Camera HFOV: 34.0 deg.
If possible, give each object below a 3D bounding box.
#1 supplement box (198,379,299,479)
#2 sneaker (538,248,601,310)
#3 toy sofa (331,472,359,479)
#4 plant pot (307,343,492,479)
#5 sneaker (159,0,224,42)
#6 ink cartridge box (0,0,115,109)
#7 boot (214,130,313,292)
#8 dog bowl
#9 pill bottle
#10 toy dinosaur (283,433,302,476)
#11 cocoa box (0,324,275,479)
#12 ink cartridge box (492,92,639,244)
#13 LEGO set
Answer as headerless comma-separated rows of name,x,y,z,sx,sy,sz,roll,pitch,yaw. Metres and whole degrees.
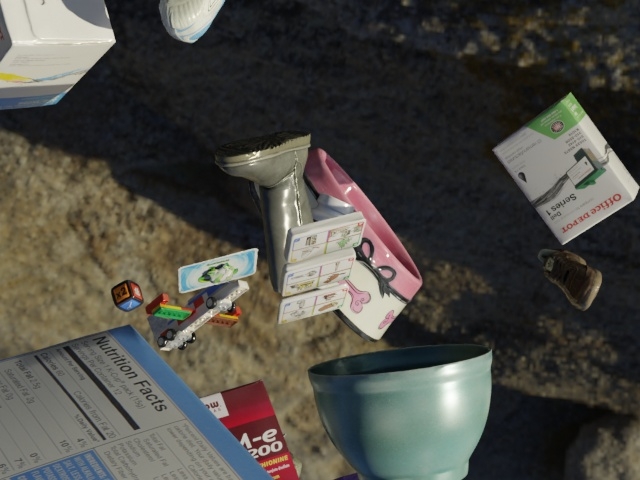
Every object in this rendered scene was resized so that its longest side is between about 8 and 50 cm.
supplement box,-0.095,0.303,1.266,0.130,0.239,0.073,-13,161,-28
sneaker,0.373,0.056,1.594,0.071,0.066,0.188,23,-170,-1
toy sofa,0.063,0.606,2.278,0.362,0.150,0.177,-25,89,33
plant pot,0.136,0.283,1.654,0.293,0.196,0.293,-7,180,0
sneaker,-0.152,-0.384,1.448,0.085,0.237,0.086,25,172,6
ink cartridge box,-0.447,-0.320,1.567,0.168,0.171,0.232,-11,169,-40
boot,-0.065,-0.033,1.396,0.076,0.189,0.209,14,110,37
dog bowl,0.042,-0.006,2.044,0.150,0.408,0.408,-38,128,9
pill bottle,0.000,0.000,1.783,0.086,0.152,0.086,24,-179,0
toy dinosaur,-0.098,0.455,2.014,0.160,0.121,0.313,-16,165,8
cocoa box,-0.164,0.270,0.633,0.231,0.228,0.347,36,131,44
ink cartridge box,0.442,-0.127,1.876,0.160,0.092,0.219,-37,90,27
LEGO set,-0.086,0.039,1.039,0.244,0.060,0.182,-15,151,-15
